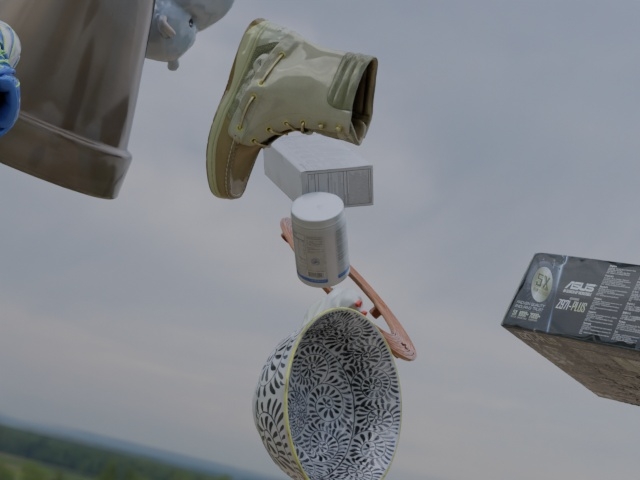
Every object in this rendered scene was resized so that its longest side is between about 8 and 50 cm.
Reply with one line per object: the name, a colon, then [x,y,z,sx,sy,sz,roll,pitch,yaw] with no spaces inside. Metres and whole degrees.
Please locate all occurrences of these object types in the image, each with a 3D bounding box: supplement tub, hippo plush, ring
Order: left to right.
hippo plush: [-0.256,-0.379,2.026,0.236,0.294,0.234,49,-10,19]
supplement tub: [0.000,0.000,1.809,0.071,0.071,0.107,9,-53,19]
ring: [0.043,0.090,2.479,0.336,0.032,0.336,46,10,-10]

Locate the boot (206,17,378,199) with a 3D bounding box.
boot: [-0.032,-0.129,1.614,0.165,0.213,0.077,20,10,20]

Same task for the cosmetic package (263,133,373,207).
cosmetic package: [-0.007,-0.094,1.936,0.099,0.060,0.239,-4,15,-13]

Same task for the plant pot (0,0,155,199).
plant pot: [-0.356,-0.245,1.847,0.323,0.280,0.323,25,4,-2]

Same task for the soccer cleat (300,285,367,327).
soccer cleat: [-0.009,0.148,2.173,0.076,0.196,0.068,22,-32,36]

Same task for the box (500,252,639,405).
box: [0.272,0.084,1.221,0.147,0.077,0.180,35,-14,-30]

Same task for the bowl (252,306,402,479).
bowl: [-0.007,0.146,1.263,0.080,0.170,0.170,-6,-22,37]

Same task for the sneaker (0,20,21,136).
sneaker: [-0.292,-0.126,1.208,0.126,0.091,0.240,15,27,14]
